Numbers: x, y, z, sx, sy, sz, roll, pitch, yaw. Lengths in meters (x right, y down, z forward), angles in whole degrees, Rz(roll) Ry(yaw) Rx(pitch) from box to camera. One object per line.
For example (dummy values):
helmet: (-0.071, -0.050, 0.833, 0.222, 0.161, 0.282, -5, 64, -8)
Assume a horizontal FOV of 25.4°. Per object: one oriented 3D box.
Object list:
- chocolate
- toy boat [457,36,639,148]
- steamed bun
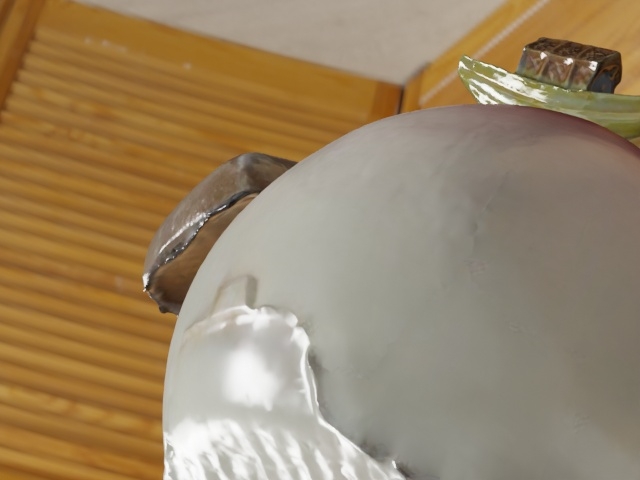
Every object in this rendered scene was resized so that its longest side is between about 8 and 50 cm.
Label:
chocolate: (-0.001, -0.001, 1.005, 0.261, 0.083, 0.161, 14, 140, -37)
toy boat: (0.160, -0.085, 0.854, 0.172, 0.066, 0.065, 17, 179, 36)
steamed bun: (0.089, 0.058, 0.704, 0.309, 0.309, 0.309, 7, 144, 6)
